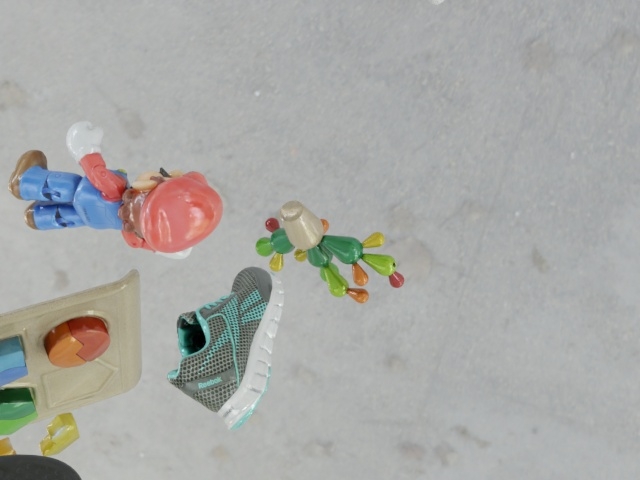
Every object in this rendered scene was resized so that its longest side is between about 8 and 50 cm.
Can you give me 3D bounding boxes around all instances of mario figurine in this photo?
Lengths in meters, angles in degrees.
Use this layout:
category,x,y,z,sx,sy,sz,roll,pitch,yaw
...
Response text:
category,x,y,z,sx,sy,sz,roll,pitch,yaw
mario figurine,-0.291,-0.072,1.373,0.321,0.198,0.170,8,81,18

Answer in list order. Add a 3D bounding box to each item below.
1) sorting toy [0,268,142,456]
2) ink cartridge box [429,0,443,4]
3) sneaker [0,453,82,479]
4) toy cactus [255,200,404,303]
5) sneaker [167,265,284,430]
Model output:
category,x,y,z,sx,sy,sz,roll,pitch,yaw
sorting toy,-0.289,0.163,0.949,0.041,0.229,0.307,56,153,29
ink cartridge box,0.170,-0.455,0.996,0.296,0.066,0.261,-35,84,15
sneaker,-0.302,0.202,0.633,0.270,0.090,0.145,10,135,-8
toy cactus,0.000,0.000,1.233,0.219,0.112,0.180,20,160,30
sneaker,-0.076,0.068,0.719,0.076,0.166,0.065,29,121,-16
